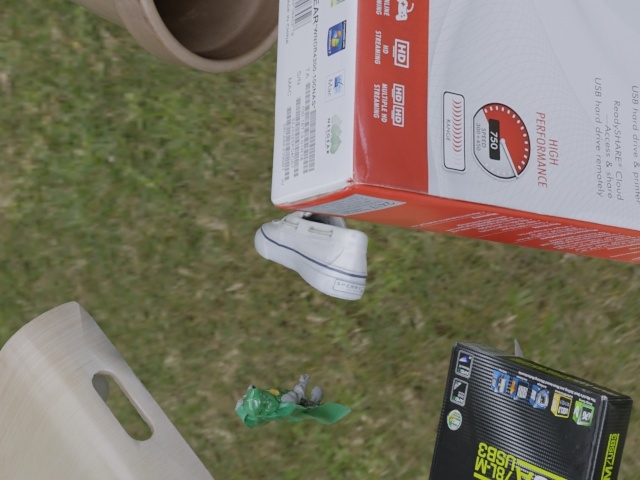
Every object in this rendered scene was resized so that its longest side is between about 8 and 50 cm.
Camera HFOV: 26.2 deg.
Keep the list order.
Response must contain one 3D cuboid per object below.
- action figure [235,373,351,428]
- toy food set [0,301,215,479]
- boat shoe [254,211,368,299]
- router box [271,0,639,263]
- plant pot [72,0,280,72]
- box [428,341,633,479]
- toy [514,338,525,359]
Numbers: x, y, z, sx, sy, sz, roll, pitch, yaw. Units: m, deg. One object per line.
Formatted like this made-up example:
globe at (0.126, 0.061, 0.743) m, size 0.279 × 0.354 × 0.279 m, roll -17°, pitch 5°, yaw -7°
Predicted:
action figure at (-0.051, 0.204, 1.718) m, size 0.137 × 0.232 × 0.064 m, roll -10°, pitch 81°, yaw 11°
toy food set at (-0.226, 0.232, 1.221) m, size 0.220 × 0.092 × 0.306 m, roll 49°, pitch 127°, yaw 20°
boat shoe at (0.000, 0.000, 1.434) m, size 0.226 × 0.083 × 0.076 m, roll 29°, pitch 103°, yaw 61°
router box at (0.125, -0.167, 0.780) m, size 0.082 × 0.301 × 0.336 m, roll -14°, pitch 72°, yaw 57°
plant pot at (-0.179, -0.319, 1.476) m, size 0.229 × 0.263 × 0.263 m, roll 12°, pitch 100°, yaw 37°
box at (0.181, 0.203, 1.243) m, size 0.190 × 0.045 × 0.184 m, roll 19°, pitch 99°, yaw 49°
toy at (0.208, 0.231, 1.450) m, size 0.056 × 0.237 × 0.137 m, roll -17°, pitch 120°, yaw 14°
